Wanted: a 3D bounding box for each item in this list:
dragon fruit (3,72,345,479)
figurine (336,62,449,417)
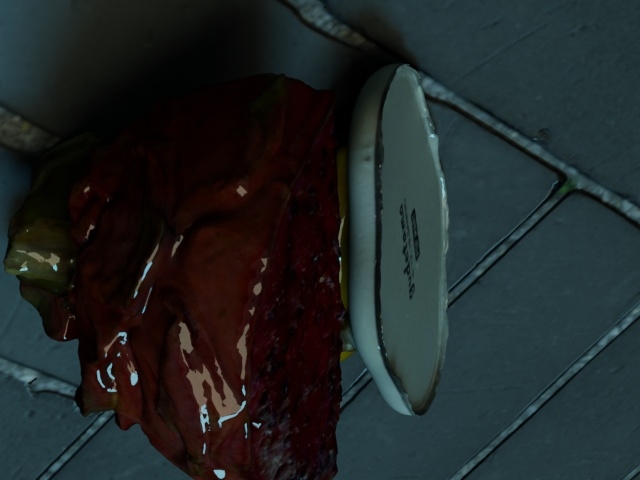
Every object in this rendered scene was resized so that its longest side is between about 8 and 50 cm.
[{"bbox_3d":[-0.104,0.053,1.127,0.205,0.152,0.317,14,131,20],"label":"dragon fruit"},{"bbox_3d":[0.000,0.000,1.243,0.141,0.166,0.249,4,112,20],"label":"figurine"}]
